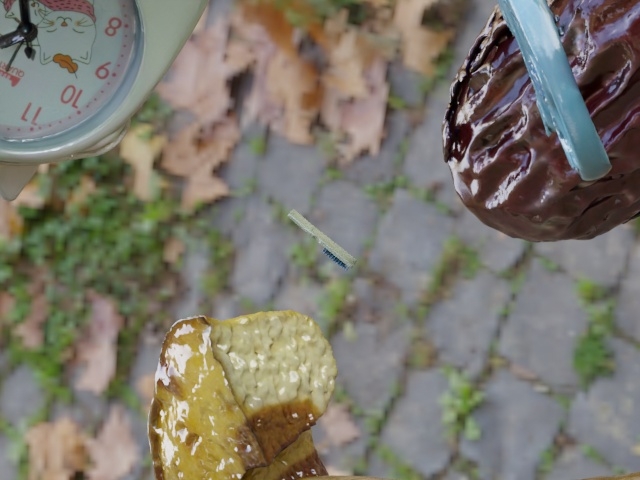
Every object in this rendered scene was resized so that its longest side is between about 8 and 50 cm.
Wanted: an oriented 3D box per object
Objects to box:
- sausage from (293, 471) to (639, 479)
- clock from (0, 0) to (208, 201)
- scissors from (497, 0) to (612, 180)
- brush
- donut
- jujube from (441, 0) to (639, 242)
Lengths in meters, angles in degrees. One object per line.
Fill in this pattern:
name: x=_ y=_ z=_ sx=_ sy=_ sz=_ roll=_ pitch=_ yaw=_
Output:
sausage: x=0.144 y=0.183 z=1.039 sx=0.500 sy=0.123 sz=0.136 roll=-11 pitch=45 yaw=39
clock: x=-0.271 y=-0.201 z=1.785 sx=0.324 sy=0.265 sz=0.108 roll=-58 pitch=27 yaw=13
scissors: x=0.122 y=-0.219 z=1.380 sx=0.180 sy=0.032 sz=0.393 roll=-104 pitch=-8 yaw=-73
brush: x=0.000 y=0.000 z=1.935 sx=0.083 sy=0.016 sz=0.013 roll=40 pitch=124 yaw=1
donut: x=-0.029 y=0.179 z=1.385 sx=0.151 sy=0.112 sz=0.295 roll=-13 pitch=99 yaw=57
jujube: x=0.274 y=-0.160 z=1.735 sx=0.376 sy=0.258 sz=0.258 roll=-39 pitch=57 yaw=35
